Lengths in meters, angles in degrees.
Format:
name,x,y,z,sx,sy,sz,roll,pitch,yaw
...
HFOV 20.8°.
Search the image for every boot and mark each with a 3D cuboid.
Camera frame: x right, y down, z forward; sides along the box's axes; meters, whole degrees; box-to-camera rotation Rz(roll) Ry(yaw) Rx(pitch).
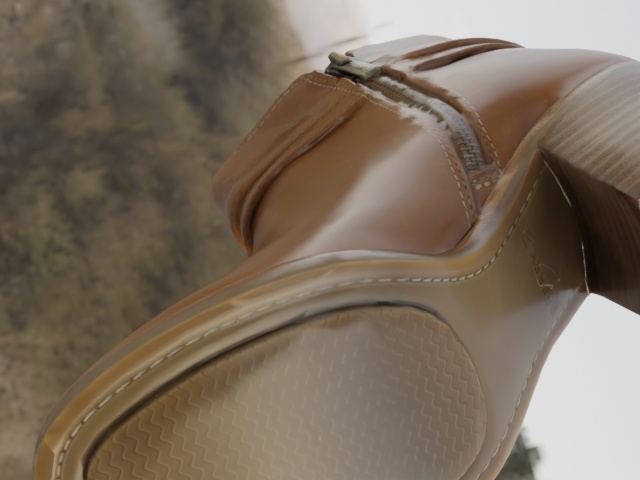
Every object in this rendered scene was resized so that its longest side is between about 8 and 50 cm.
name,x,y,z,sx,sy,sz,roll,pitch,yaw
boot,0.000,0.000,0.626,0.220,0.283,0.109,30,-33,57
